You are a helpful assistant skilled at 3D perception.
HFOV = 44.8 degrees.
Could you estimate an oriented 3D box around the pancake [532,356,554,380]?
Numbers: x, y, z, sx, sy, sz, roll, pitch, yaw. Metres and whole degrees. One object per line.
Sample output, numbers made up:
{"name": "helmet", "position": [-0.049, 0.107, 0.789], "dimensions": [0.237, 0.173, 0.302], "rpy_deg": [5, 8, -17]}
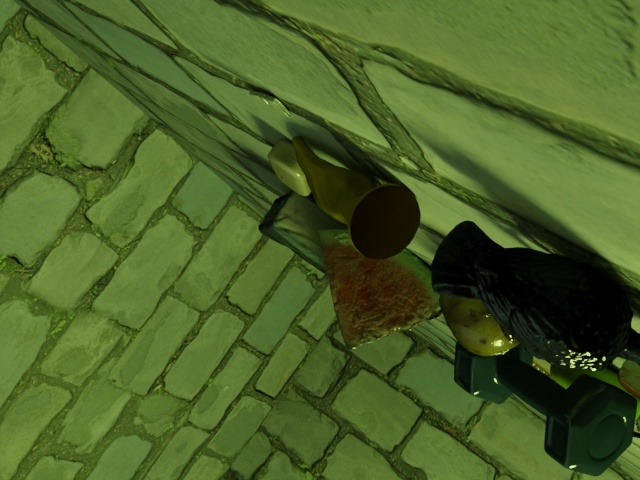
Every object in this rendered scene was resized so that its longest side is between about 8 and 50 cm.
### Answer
{"name": "pancake", "position": [0.441, 0.247, 1.592], "dimensions": [0.382, 0.071, 0.382], "rpy_deg": [35, 175, 3]}

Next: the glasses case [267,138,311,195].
{"name": "glasses case", "position": [-0.050, -0.135, 1.461], "dimensions": [0.083, 0.050, 0.196], "rpy_deg": [37, 175, 9]}

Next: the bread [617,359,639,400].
{"name": "bread", "position": [0.484, 0.216, 1.161], "dimensions": [0.109, 0.043, 0.062], "rpy_deg": [35, 174, -1]}

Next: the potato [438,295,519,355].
{"name": "potato", "position": [0.266, 0.119, 1.288], "dimensions": [0.137, 0.137, 0.176], "rpy_deg": [38, 177, -22]}

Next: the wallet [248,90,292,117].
{"name": "wallet", "position": [-0.076, -0.208, 1.180], "dimensions": [0.044, 0.011, 0.083], "rpy_deg": [40, 174, -36]}

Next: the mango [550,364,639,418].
{"name": "mango", "position": [0.475, 0.258, 1.343], "dimensions": [0.163, 0.089, 0.117], "rpy_deg": [35, 174, 13]}

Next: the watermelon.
{"name": "watermelon", "position": [0.113, 0.102, 1.661], "dimensions": [0.310, 0.232, 0.193], "rpy_deg": [22, -165, -4]}

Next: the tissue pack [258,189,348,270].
{"name": "tissue pack", "position": [0.000, 0.000, 1.945], "dimensions": [0.288, 0.124, 0.394], "rpy_deg": [35, 175, -8]}

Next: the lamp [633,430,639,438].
{"name": "lamp", "position": [0.668, 0.438, 1.612], "dimensions": [0.130, 0.109, 0.371], "rpy_deg": [34, 176, -25]}

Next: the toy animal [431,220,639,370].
{"name": "toy animal", "position": [0.269, 0.077, 0.902], "dimensions": [0.298, 0.122, 0.185], "rpy_deg": [31, -178, -23]}

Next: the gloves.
{"name": "gloves", "position": [0.033, -0.085, 1.239], "dimensions": [0.294, 0.116, 0.133], "rpy_deg": [44, 156, 54]}

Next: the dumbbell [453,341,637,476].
{"name": "dumbbell", "position": [0.362, 0.248, 1.291], "dimensions": [0.144, 0.156, 0.316], "rpy_deg": [58, 167, -30]}
